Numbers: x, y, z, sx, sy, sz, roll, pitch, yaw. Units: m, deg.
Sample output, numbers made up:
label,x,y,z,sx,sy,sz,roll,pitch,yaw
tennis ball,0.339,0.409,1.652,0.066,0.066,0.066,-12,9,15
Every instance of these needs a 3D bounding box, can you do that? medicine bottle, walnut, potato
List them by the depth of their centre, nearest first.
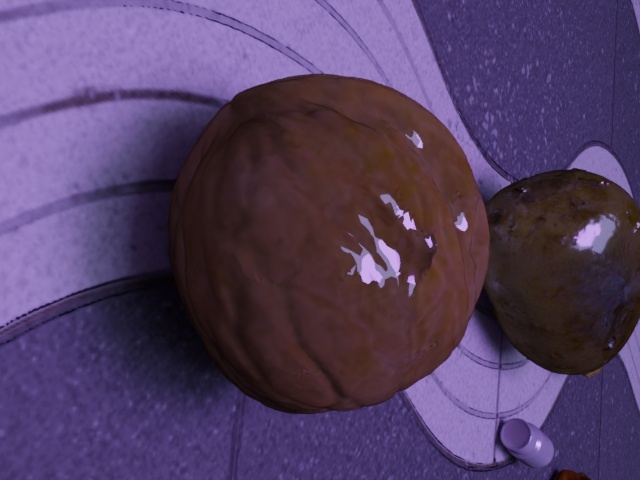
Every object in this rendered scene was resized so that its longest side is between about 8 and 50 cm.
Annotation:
label,x,y,z,sx,sy,sz,roll,pitch,yaw
walnut,0.000,0.000,0.443,0.228,0.228,0.228,1,89,-51
potato,0.306,0.045,0.831,0.210,0.173,0.307,-30,126,-9
medicine bottle,0.286,0.280,0.909,0.089,0.052,0.052,41,59,-43

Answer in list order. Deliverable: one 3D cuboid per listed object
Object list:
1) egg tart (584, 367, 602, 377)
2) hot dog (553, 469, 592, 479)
label,x,y,z,sx,sy,sz,roll,pitch,yaw
egg tart,0.424,0.127,1.068,0.191,0.074,0.191,3,87,-52
hot dog,0.374,0.426,1.007,0.188,0.072,0.055,-36,138,-46
